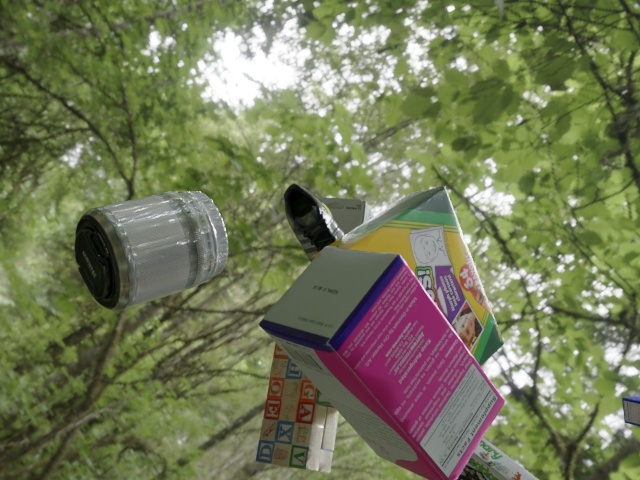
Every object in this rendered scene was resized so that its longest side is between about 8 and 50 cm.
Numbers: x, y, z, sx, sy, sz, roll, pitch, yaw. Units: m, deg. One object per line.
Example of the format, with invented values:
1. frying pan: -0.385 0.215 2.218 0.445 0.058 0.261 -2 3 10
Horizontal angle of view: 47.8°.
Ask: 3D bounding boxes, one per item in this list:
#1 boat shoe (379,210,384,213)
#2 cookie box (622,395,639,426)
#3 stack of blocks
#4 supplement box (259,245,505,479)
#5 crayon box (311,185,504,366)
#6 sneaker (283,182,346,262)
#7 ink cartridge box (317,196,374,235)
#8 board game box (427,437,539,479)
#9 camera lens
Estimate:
1. boat shoe: 0.151 -0.003 1.588 0.056 0.049 0.152 51 -33 36
2. cookie box: 0.498 0.244 1.017 0.107 0.092 0.040 161 -72 -76
3. stack of blocks: -0.017 0.313 1.474 0.171 0.297 0.087 -4 -22 36
4. supplement box: 0.065 0.121 0.699 0.111 0.114 0.220 6 -41 53
5. crayon box: 0.181 0.123 1.396 0.106 0.313 0.363 -10 -73 49
6. sneaker: 0.000 0.000 1.483 0.300 0.111 0.121 52 1 37
7. ink cartridge box: 0.053 -0.045 1.865 0.153 0.087 0.208 3 -11 13
8. board game box: 0.303 0.462 1.259 0.305 0.053 0.193 32 -52 52
9. camera lens: -0.365 0.017 1.543 0.219 0.274 0.219 22 -60 45
